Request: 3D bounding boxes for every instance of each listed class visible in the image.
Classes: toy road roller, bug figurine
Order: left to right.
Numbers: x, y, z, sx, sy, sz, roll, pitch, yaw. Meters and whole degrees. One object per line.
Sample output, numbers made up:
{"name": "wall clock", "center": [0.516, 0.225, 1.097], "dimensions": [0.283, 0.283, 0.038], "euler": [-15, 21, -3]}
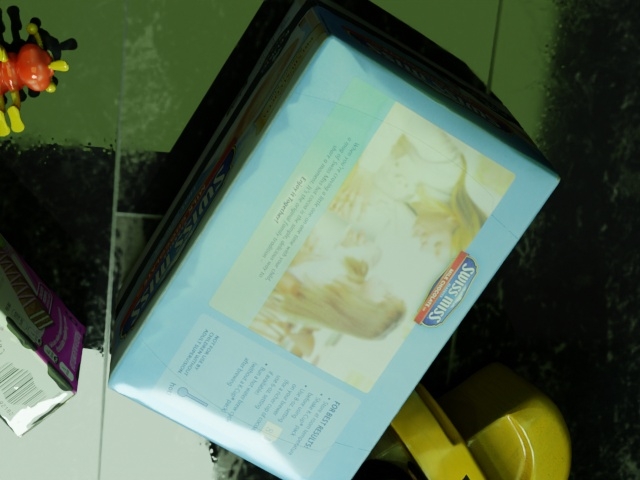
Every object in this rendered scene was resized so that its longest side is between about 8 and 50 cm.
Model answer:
{"name": "bug figurine", "center": [-0.337, -0.224, 1.243], "dimensions": [0.216, 0.072, 0.279], "euler": [-7, 114, 4]}
{"name": "toy road roller", "center": [0.141, 0.266, 1.383], "dimensions": [0.240, 0.202, 0.329], "euler": [-33, 107, -5]}

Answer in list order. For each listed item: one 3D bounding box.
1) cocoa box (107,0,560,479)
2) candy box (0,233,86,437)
{"name": "cocoa box", "center": [0.000, 0.000, 1.262], "dimensions": [0.231, 0.228, 0.347], "euler": [30, 104, -13]}
{"name": "candy box", "center": [-0.308, 0.041, 1.288], "dimensions": [0.071, 0.159, 0.233], "euler": [-38, 108, 6]}
